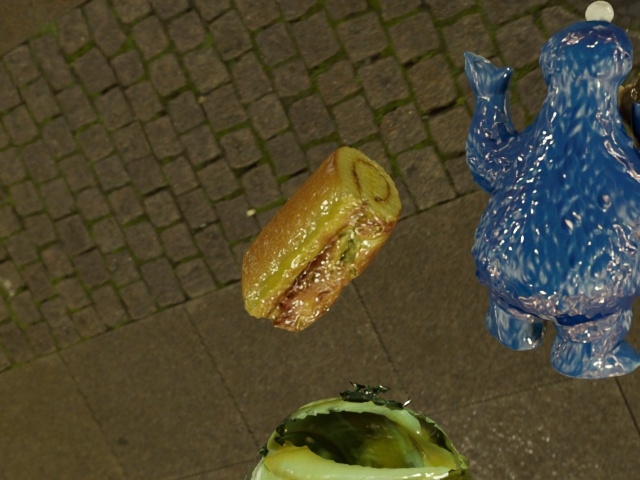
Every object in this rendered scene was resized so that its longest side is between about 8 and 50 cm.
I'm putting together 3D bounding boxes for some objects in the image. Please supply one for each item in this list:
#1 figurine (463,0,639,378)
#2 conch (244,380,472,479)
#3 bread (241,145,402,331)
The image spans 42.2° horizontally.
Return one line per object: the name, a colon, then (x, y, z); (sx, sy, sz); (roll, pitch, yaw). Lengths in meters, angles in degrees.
figurine: (0.172, -0.028, 0.582); (0.164, 0.120, 0.262); (0, 108, 34)
conch: (0.008, 0.143, 0.493); (0.201, 0.079, 0.095); (-42, 66, 41)
bread: (0.000, 0.000, 0.841); (0.103, 0.132, 0.172); (32, 114, -17)
